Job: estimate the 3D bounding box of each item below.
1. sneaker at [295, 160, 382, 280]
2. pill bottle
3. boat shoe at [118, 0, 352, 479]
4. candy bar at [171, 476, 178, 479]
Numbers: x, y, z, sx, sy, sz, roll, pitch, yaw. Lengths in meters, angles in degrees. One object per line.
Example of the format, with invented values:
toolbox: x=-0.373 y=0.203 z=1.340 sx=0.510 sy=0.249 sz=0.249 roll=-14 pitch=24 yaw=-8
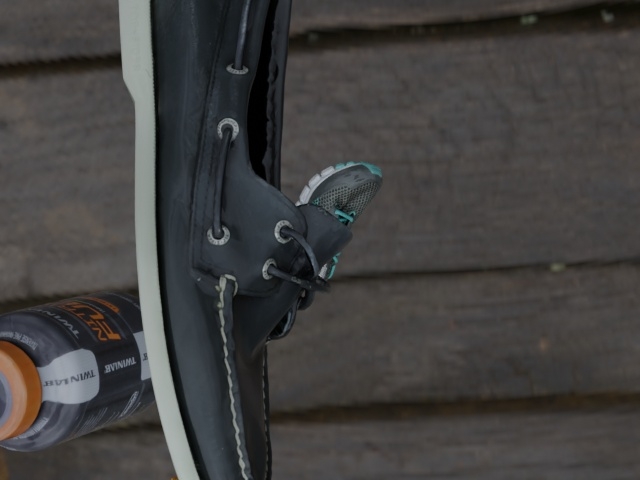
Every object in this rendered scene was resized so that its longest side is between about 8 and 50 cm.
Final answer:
sneaker: x=0.000 y=0.000 z=1.443 sx=0.065 sy=0.076 sz=0.166 roll=19 pitch=126 yaw=-43
pill bottle: x=-0.247 y=0.123 z=1.524 sx=0.130 sy=0.246 sz=0.130 roll=2 pitch=96 yaw=21
boat shoe: x=-0.040 y=-0.013 z=0.913 sx=0.113 sy=0.340 sz=0.127 roll=-9 pitch=159 yaw=5
candy bar: x=-0.094 y=0.224 z=1.428 sx=0.018 sy=0.040 sz=0.161 roll=6 pitch=169 yaw=-30
